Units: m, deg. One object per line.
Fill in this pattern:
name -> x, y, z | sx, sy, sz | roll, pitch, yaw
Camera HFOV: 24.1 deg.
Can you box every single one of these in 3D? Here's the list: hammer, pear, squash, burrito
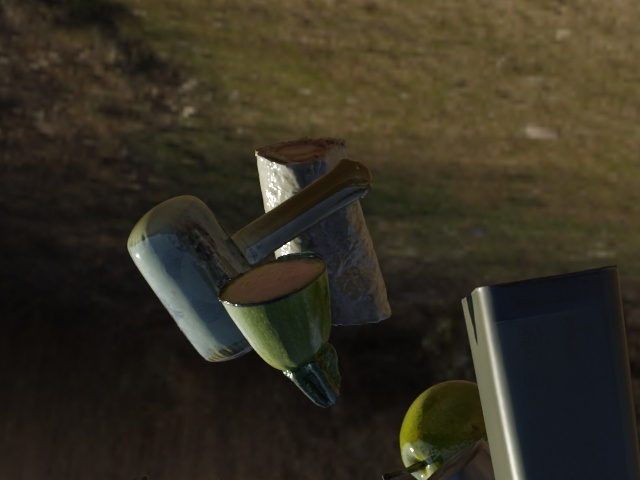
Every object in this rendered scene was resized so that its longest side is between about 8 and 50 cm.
hammer -> -0.063, -0.010, 1.782 | 0.202, 0.305, 0.113 | 57, 160, -8
pear -> 0.186, 0.300, 2.160 | 0.216, 0.180, 0.166 | -26, 151, -32
squash -> -0.025, 0.090, 1.388 | 0.105, 0.105, 0.132 | -7, 114, 31
burrito -> 0.004, -0.002, 2.142 | 0.143, 0.299, 0.105 | -20, -156, -10

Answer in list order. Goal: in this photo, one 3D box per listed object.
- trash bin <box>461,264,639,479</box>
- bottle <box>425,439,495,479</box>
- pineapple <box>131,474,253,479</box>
trash bin -> 0.206, 0.154, 1.315 | 0.122, 0.240, 0.164 | -8, 174, -2
bottle -> 0.220, 0.350, 1.729 | 0.233, 0.110, 0.110 | 49, 156, 3
pineapple -> -0.160, 0.371, 1.778 | 0.223, 0.223, 0.357 | -12, 156, 40
